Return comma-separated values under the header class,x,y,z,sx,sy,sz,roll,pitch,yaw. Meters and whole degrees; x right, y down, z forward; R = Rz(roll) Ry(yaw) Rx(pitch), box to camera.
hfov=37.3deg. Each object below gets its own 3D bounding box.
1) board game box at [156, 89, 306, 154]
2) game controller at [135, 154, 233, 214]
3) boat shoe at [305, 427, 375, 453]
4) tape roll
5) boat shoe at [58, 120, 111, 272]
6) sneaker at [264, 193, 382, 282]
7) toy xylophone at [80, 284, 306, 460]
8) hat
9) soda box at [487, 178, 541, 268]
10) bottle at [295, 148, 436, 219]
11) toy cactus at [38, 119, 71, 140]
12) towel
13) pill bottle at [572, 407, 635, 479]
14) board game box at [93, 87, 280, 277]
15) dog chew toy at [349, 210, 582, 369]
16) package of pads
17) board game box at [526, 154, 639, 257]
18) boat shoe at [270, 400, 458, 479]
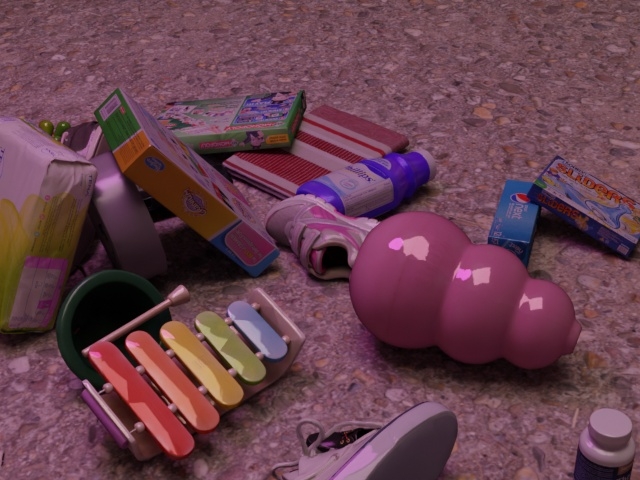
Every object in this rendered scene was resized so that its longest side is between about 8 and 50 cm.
class,x,y,z,sx,sy,sz,roll,pitch,yaw
board game box,-0.202,-0.248,2.010,0.317,0.046,0.214,-3,30,12
game controller,-0.333,-0.095,1.824,0.319,0.067,0.166,-16,21,-22
boat shoe,0.045,0.265,1.244,0.132,0.042,0.049,3,35,10
tape roll,-0.330,-0.034,1.559,0.072,0.219,0.219,-26,38,-15
boat shoe,-0.449,-0.067,1.667,0.095,0.112,0.335,3,57,21
sneaker,0.000,0.000,1.604,0.252,0.103,0.111,16,38,31
toy xylophone,-0.193,0.167,1.319,0.236,0.081,0.322,38,49,18
hat,-0.337,0.143,1.457,0.183,0.173,0.209,-28,28,54
soda box,0.342,-0.027,1.662,0.071,0.067,0.210,9,34,16
bottle,0.092,-0.098,1.761,0.282,0.092,0.118,-23,34,-30
toy cactus,-0.543,-0.153,1.863,0.181,0.112,0.219,-55,29,-12
towel,-0.008,-0.174,1.944,0.237,0.037,0.329,26,43,33
pill bottle,0.345,0.265,1.153,0.067,0.120,0.067,-2,33,1
board game box,-0.224,-0.097,1.598,0.064,0.316,0.242,-44,37,6
dog chew toy,0.213,0.086,1.382,0.331,0.207,0.206,20,38,18
package of pads,-0.475,-0.024,1.490,0.229,0.297,0.101,30,16,39
board game box,0.477,-0.064,1.675,0.201,0.035,0.136,33,39,13
boat shoe,0.001,0.296,1.131,0.367,0.136,0.156,-37,43,-29
